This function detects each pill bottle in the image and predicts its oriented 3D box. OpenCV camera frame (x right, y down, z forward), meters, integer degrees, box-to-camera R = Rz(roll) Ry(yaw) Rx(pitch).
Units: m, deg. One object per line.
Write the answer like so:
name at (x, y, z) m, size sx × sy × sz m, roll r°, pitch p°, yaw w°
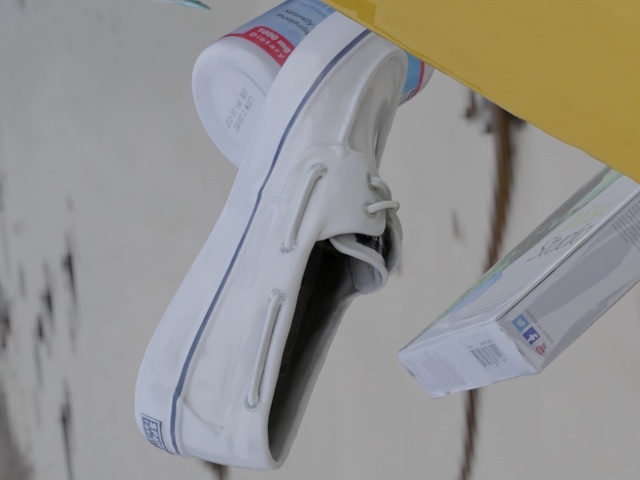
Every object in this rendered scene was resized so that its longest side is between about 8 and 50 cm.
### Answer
pill bottle at (0.010, -0.106, 1.153) m, size 0.087 × 0.160 × 0.087 m, roll 32°, pitch 140°, yaw 32°

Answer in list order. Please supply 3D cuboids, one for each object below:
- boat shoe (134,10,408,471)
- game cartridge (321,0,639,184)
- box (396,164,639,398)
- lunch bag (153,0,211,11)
boat shoe at (0.000, 0.000, 1.001) m, size 0.258 × 0.084 × 0.095 m, roll -66°, pitch -26°, yaw -17°
game cartridge at (0.076, -0.164, 0.584) m, size 0.285 × 0.323 × 0.053 m, roll -50°, pitch 14°, yaw 46°
box at (0.220, -0.005, 1.556) m, size 0.058 × 0.322 × 0.232 m, roll 52°, pitch 162°, yaw -3°
lunch bag at (-0.138, -0.262, 1.447) m, size 0.262 × 0.223 × 0.160 m, roll -27°, pitch 70°, yaw 34°
